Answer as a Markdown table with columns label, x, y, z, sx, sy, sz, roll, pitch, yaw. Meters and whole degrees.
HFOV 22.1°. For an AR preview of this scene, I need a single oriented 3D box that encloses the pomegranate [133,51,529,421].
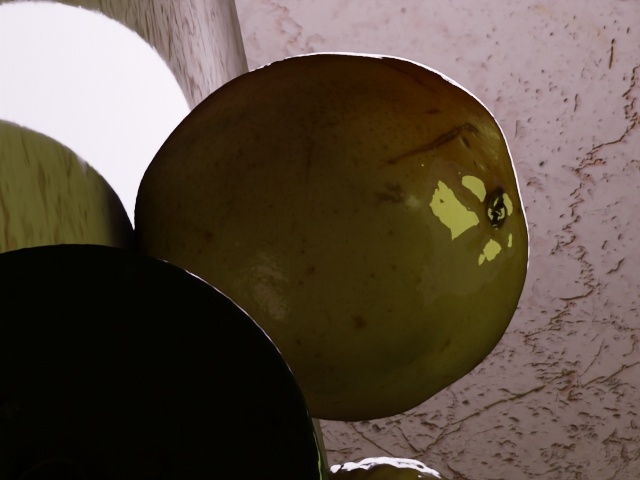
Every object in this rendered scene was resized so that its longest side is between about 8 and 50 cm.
| label | x | y | z | sx | sy | sz | roll | pitch | yaw |
| --- | --- | --- | --- | --- | --- | --- | --- | --- | --- |
| pomegranate | 0.000 | 0.000 | 1.260 | 0.319 | 0.319 | 0.319 | -9 | 90 | -88 |

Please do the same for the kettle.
| label | x | y | z | sx | sy | sz | roll | pitch | yaw |
| --- | --- | --- | --- | --- | --- | --- | --- | --- | --- |
| kettle | -0.082 | 0.139 | 0.584 | 0.236 | 0.161 | 0.221 | 81 | 29 | -71 |

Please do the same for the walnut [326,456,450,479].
| label | x | y | z | sx | sy | sz | roll | pitch | yaw |
| --- | --- | --- | --- | --- | --- | --- | --- | --- | --- |
| walnut | 0.038 | 0.322 | 1.228 | 0.252 | 0.277 | 0.313 | 25 | -45 | 55 |
